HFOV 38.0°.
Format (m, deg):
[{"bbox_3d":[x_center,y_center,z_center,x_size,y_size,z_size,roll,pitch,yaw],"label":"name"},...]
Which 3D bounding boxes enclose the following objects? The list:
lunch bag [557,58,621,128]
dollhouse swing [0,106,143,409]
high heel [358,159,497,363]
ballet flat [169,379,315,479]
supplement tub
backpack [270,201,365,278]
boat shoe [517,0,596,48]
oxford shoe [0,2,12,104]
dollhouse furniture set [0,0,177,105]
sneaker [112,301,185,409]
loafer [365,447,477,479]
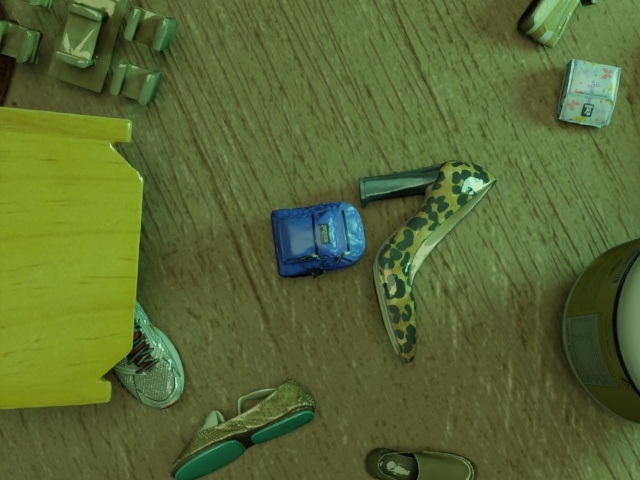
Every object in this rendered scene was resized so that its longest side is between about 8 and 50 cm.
[{"bbox_3d":[0.367,-0.200,1.272,0.071,0.053,0.083,12,92,2],"label":"lunch bag"},{"bbox_3d":[-0.428,0.007,1.178,0.315,0.305,0.346,2,95,-28],"label":"dollhouse swing"},{"bbox_3d":[0.159,0.022,1.223,0.186,0.093,0.261,-8,78,0],"label":"high heel"},{"bbox_3d":[-0.107,0.245,1.218,0.206,0.073,0.067,-24,57,-6],"label":"ballet flat"},{"bbox_3d":[0.426,0.106,1.095,0.241,0.331,0.241,0,83,0],"label":"supplement tub"},{"bbox_3d":[0.000,0.000,1.223,0.120,0.101,0.098,-7,90,-5],"label":"backpack"},{"bbox_3d":[0.355,-0.353,1.289,0.072,0.068,0.190,35,94,-9],"label":"boat shoe"},{"bbox_3d":[-0.508,-0.296,1.266,0.130,0.123,0.348,1,88,32],"label":"oxford shoe"},{"bbox_3d":[-0.296,-0.329,1.253,0.212,0.161,0.242,18,103,-5],"label":"dollhouse furniture set"},{"bbox_3d":[-0.258,0.124,1.208,0.088,0.093,0.225,-35,85,-4],"label":"sneaker"},{"bbox_3d":[0.133,0.302,1.211,0.148,0.050,0.056,3,83,0],"label":"loafer"}]
